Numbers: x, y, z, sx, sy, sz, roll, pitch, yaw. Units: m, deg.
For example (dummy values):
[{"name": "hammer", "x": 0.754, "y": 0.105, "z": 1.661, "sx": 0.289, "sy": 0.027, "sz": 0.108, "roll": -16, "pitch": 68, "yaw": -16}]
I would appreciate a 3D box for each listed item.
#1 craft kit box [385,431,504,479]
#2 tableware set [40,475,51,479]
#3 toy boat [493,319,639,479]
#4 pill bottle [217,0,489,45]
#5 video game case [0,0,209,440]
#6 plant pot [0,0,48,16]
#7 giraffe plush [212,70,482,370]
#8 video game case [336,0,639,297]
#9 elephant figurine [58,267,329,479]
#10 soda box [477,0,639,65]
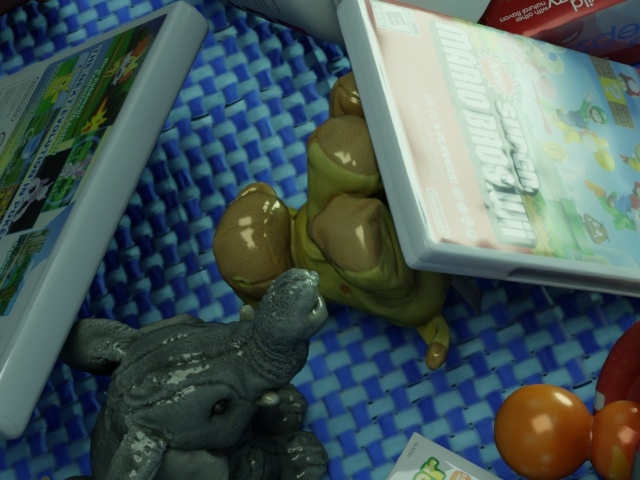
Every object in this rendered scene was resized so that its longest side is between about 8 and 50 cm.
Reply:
[{"name": "craft kit box", "x": 0.105, "y": 0.285, "z": 0.761, "sx": 0.246, "sy": 0.061, "sz": 0.250, "roll": 24, "pitch": 70, "yaw": 25}, {"name": "tableware set", "x": -0.213, "y": 0.247, "z": 0.862, "sx": 0.104, "sy": 0.024, "sz": 0.154, "roll": -29, "pitch": 62, "yaw": -3}, {"name": "toy boat", "x": 0.180, "y": 0.121, "z": 0.730, "sx": 0.151, "sy": 0.231, "sz": 0.151, "roll": 8, "pitch": 99, "yaw": 12}, {"name": "pill bottle", "x": -0.006, "y": -0.244, "z": 0.950, "sx": 0.283, "sy": 0.160, "sz": 0.160, "roll": 29, "pitch": 71, "yaw": 43}, {"name": "video game case", "x": -0.238, "y": -0.006, "z": 0.889, "sx": 0.300, "sy": 0.036, "sz": 0.329, "roll": -11, "pitch": 50, "yaw": 46}, {"name": "plant pot", "x": -0.417, "y": -0.248, "z": 1.038, "sx": 0.265, "sy": 0.272, "sz": 0.272, "roll": -33, "pitch": 61, "yaw": 4}, {"name": "giraffe plush", "x": 0.000, "y": 0.000, "z": 0.871, "sx": 0.170, "sy": 0.210, "sz": 0.181, "roll": -8, "pitch": 43, "yaw": 26}, {"name": "video game case", "x": 0.152, "y": -0.059, "z": 0.835, "sx": 0.285, "sy": 0.025, "sz": 0.204, "roll": 8, "pitch": 55, "yaw": -34}, {"name": "elephant figurine", "x": -0.092, "y": 0.105, "z": 0.785, "sx": 0.169, "sy": 0.239, "sz": 0.186, "roll": 29, "pitch": 73, "yaw": 23}, {"name": "soda box", "x": 0.249, "y": -0.199, "z": 0.953, "sx": 0.263, "sy": 0.092, "sz": 0.083, "roll": -21, "pitch": 61, "yaw": 1}]
